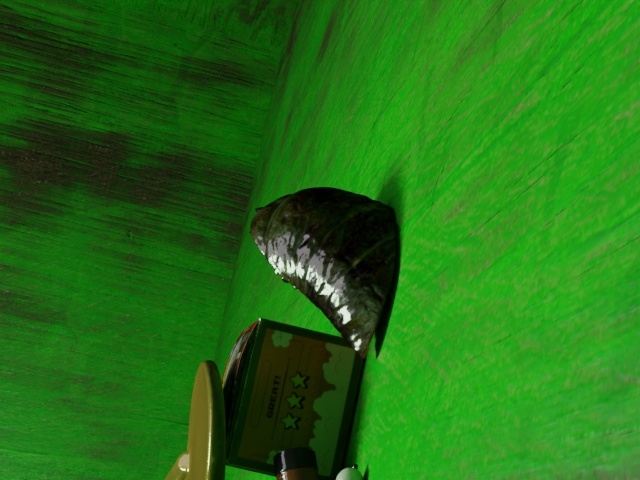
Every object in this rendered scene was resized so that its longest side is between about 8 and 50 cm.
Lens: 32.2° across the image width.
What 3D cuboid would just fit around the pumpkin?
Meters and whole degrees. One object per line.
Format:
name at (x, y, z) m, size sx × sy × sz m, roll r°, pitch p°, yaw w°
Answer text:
pumpkin at (0.001, -0.001, 1.329) m, size 0.279 × 0.163 × 0.111 m, roll -86°, pitch 17°, yaw -57°

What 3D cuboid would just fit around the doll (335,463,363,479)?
doll at (0.020, 0.274, 1.181) m, size 0.085 × 0.040 × 0.058 m, roll -59°, pitch 6°, yaw 50°

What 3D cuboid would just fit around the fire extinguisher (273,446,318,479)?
fire extinguisher at (-0.019, 0.317, 1.207) m, size 0.050 × 0.062 × 0.177 m, roll -27°, pitch 58°, yaw 30°

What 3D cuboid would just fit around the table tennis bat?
table tennis bat at (-0.153, 0.267, 1.363) m, size 0.321 × 0.050 × 0.199 m, roll 117°, pitch 152°, yaw -60°

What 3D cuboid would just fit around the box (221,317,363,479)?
box at (-0.048, 0.202, 1.376) m, size 0.195 × 0.148 × 0.178 m, roll 140°, pitch 144°, yaw -76°
